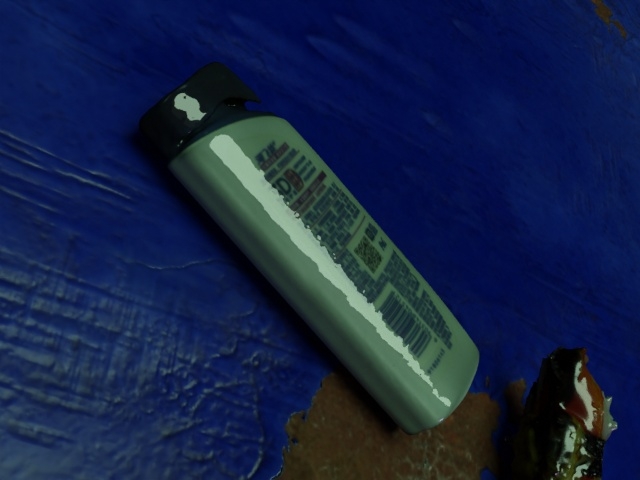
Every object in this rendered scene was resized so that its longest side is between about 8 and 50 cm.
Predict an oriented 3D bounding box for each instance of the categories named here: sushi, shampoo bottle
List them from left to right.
[{"bbox_3d":[0.000,0.000,0.749,0.359,0.078,0.134,49,42,-8],"label":"shampoo bottle"},{"bbox_3d":[0.230,0.216,0.814,0.103,0.097,0.226,25,68,-21],"label":"sushi"}]
